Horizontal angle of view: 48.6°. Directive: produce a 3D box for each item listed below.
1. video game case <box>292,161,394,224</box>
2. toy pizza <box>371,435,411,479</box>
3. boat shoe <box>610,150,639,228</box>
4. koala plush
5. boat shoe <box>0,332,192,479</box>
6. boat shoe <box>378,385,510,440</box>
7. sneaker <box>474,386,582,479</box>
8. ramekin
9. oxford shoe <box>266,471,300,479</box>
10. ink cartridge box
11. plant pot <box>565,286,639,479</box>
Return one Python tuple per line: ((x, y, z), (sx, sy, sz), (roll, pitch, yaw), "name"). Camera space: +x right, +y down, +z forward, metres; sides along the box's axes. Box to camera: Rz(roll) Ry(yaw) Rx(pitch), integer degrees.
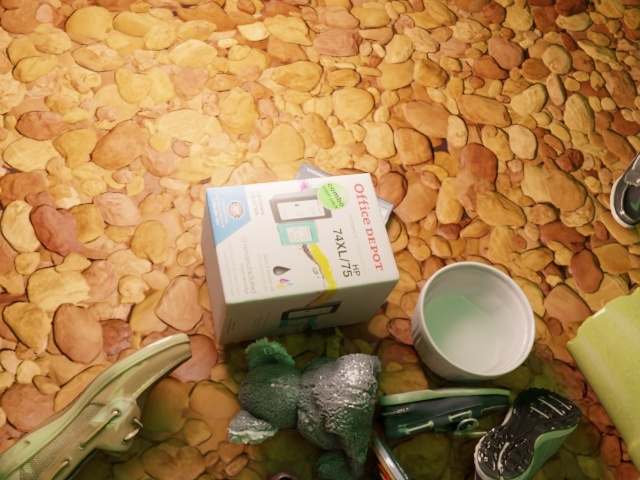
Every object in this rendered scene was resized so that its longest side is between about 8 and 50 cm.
((0.000, 0.000, 1.306), (0.196, 0.026, 0.274), (26, 61, 1), "video game case")
((0.129, 0.380, 1.051), (0.032, 0.201, 0.201), (-36, 74, -3), "toy pizza")
((0.676, -0.125, 1.483), (0.084, 0.079, 0.233), (34, 63, 4), "boat shoe")
((-0.026, 0.245, 1.097), (0.222, 0.203, 0.196), (10, 61, 6), "koala plush")
((-0.319, 0.271, 1.055), (0.341, 0.121, 0.110), (-38, 81, -15), "boat shoe")
((0.210, 0.281, 1.160), (0.255, 0.095, 0.079), (3, 76, -34), "boat shoe")
((0.337, 0.336, 1.177), (0.272, 0.107, 0.100), (-25, 45, -38), "sneaker")
((0.256, 0.151, 1.236), (0.207, 0.109, 0.207), (5, 63, -10), "ramekin")
((-0.004, 0.463, 1.029), (0.097, 0.098, 0.271), (-30, 73, -24), "oxford shoe")
((-0.044, 0.031, 1.154), (0.270, 0.197, 0.198), (-7, 66, -16), "ink cartridge box")
((0.568, 0.226, 1.199), (0.276, 0.276, 0.253), (-22, 59, -21), "plant pot")
